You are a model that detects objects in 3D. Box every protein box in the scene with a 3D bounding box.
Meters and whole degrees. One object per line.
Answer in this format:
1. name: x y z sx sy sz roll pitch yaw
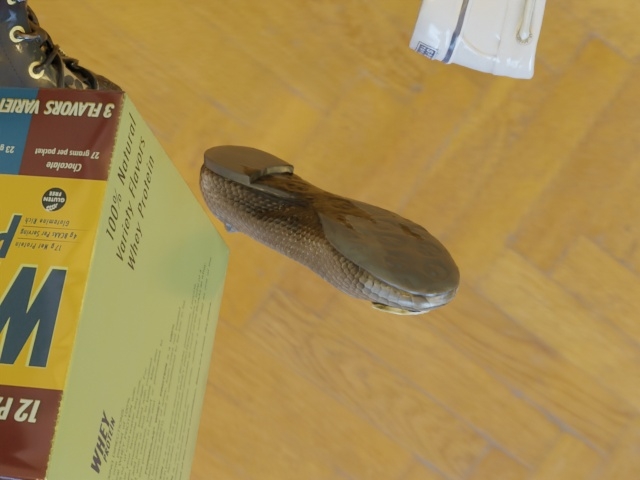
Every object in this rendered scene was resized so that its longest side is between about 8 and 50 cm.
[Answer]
1. protein box: -0.150 0.052 0.935 0.136 0.201 0.199 3 68 14

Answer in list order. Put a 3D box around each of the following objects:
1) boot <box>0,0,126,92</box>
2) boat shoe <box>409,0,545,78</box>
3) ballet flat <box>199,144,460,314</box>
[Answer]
1. boot: -0.278 -0.206 1.653 0.377 0.138 0.284 -35 126 13
2. boat shoe: 0.131 -0.224 1.044 0.088 0.096 0.267 18 93 0
3. ballet flat: 0.000 0.000 1.266 0.084 0.250 0.058 -12 120 -42
